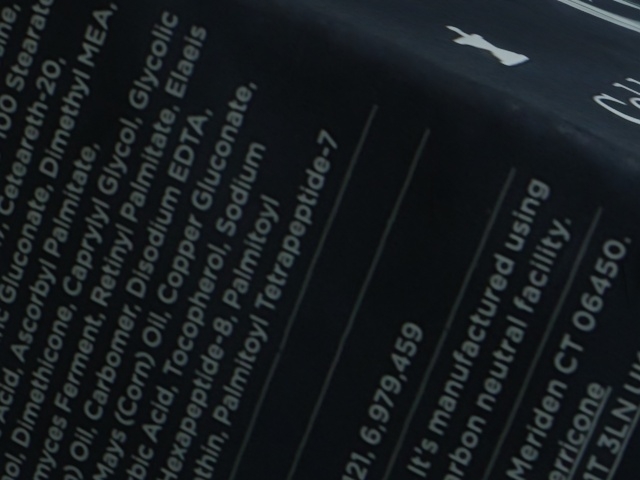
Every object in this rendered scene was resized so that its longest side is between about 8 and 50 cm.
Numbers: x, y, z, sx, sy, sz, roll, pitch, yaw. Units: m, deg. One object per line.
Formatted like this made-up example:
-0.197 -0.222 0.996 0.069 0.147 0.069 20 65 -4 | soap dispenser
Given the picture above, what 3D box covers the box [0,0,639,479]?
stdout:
0.000 0.000 0.837 0.480 0.472 0.297 -23 135 -66 | box
